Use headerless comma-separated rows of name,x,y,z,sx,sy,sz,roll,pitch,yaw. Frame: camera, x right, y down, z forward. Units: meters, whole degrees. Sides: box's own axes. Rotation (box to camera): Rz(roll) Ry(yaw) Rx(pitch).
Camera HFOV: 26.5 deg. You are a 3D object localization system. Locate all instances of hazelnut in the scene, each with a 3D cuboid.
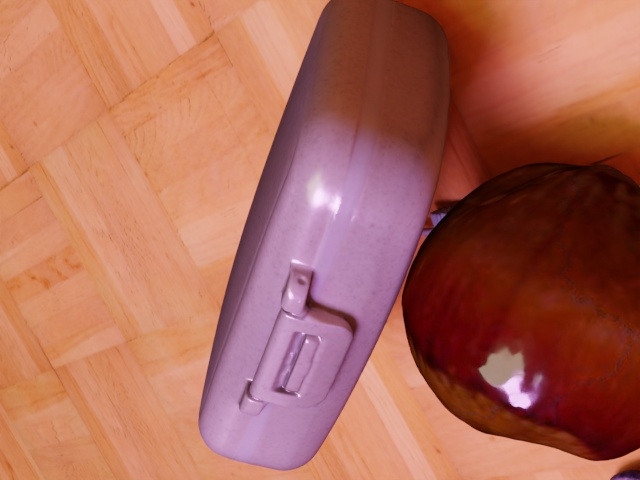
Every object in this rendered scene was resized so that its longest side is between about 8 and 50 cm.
hazelnut,0.168,0.043,0.995,0.251,0.217,0.217,-141,32,-66

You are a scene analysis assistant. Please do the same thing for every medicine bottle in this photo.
medicine bottle,0.000,0.000,1.102,0.123,0.282,0.375,18,132,-6

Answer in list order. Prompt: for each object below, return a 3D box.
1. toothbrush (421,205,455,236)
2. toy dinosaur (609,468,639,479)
toothbrush,0.042,-0.015,1.247,0.269,0.021,0.027,-1,102,51
toy dinosaur,0.331,0.282,1.073,0.294,0.077,0.162,12,132,48
